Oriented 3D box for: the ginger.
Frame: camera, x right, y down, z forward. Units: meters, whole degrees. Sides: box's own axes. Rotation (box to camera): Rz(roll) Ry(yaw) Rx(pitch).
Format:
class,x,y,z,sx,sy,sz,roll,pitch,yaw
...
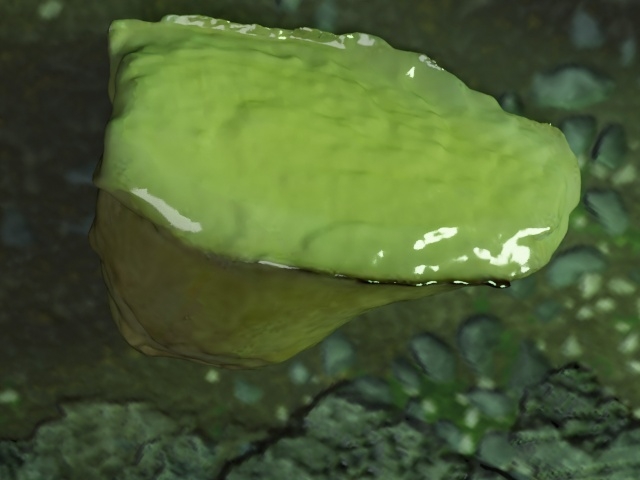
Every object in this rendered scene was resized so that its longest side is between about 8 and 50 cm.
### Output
class,x,y,z,sx,sy,sz,roll,pitch,yaw
ginger,0.004,-0.001,0.416,0.193,0.115,0.123,7,132,-8
